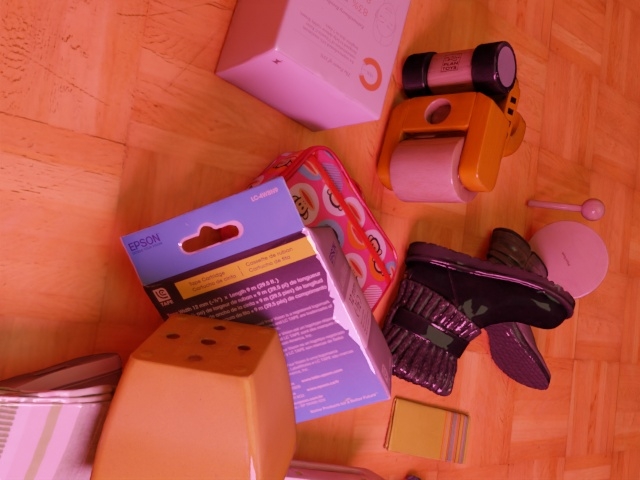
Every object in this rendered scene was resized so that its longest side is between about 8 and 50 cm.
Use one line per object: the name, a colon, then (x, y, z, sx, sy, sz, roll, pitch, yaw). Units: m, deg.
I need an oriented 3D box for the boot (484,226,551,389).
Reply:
boot: (0.449, 0.151, 1.390, 0.223, 0.118, 0.338, -49, 118, -29)

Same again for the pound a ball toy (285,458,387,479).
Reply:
pound a ball toy: (-0.053, 0.449, 0.982, 0.319, 0.136, 0.208, 22, 82, -38)

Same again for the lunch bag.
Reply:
lunch bag: (0.000, 0.000, 1.035, 0.258, 0.120, 0.293, -51, 119, -32)

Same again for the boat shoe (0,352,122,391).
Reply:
boat shoe: (-0.347, 0.205, 0.775, 0.227, 0.079, 0.081, -13, 95, -41)

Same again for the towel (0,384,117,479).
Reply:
towel: (-0.411, 0.254, 0.694, 0.325, 0.038, 0.248, 13, 111, -40)

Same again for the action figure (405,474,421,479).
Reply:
action figure: (0.174, 0.616, 1.114, 0.178, 0.341, 0.330, -30, 106, 9)

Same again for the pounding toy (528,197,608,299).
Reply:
pounding toy: (0.579, 0.024, 1.485, 0.110, 0.183, 0.237, 16, 76, -64)

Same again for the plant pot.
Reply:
plant pot: (-0.144, 0.208, 0.781, 0.212, 0.212, 0.187, -57, 154, -73)

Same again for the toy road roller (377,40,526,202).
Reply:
toy road roller: (0.275, -0.198, 1.200, 0.240, 0.202, 0.329, 34, 68, -45)

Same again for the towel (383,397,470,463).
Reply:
towel: (0.221, 0.386, 1.275, 0.237, 0.021, 0.102, 23, 71, -36)

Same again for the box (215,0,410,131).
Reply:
box: (0.008, -0.380, 0.997, 0.215, 0.168, 0.345, 25, 75, -37)

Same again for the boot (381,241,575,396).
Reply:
boot: (0.282, 0.173, 1.182, 0.348, 0.131, 0.260, 17, 72, 5)

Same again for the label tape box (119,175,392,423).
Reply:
label tape box: (-0.077, 0.089, 0.878, 0.115, 0.249, 0.348, -69, 137, -64)
